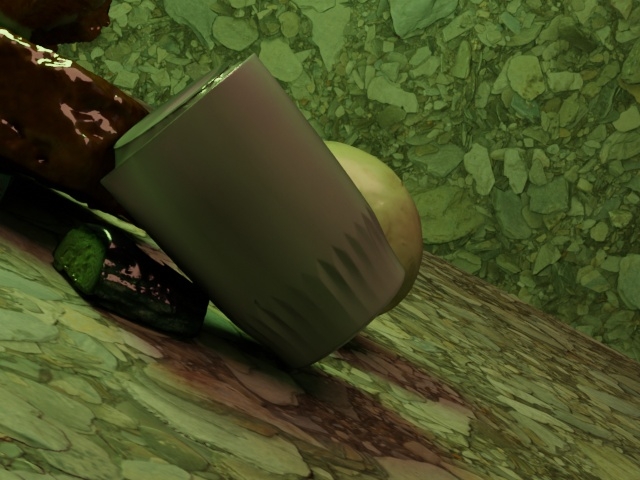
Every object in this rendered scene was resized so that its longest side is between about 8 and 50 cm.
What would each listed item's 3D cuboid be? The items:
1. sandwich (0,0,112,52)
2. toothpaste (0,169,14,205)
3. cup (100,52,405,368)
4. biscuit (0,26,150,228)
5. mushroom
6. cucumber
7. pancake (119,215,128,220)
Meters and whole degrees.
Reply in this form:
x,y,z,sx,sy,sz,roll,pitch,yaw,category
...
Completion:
x,y,z,sx,sy,sz,roll,pitch,yaw,category
-0.446,-0.350,1.737,0.301,0.162,0.250,-10,-55,31,sandwich
-0.509,-0.096,1.437,0.065,0.050,0.267,31,8,33,toothpaste
-0.079,-0.037,1.467,0.371,0.253,0.253,50,5,-9,cup
-0.395,-0.166,1.640,0.343,0.166,0.395,27,-5,9,biscuit
0.000,0.000,1.862,0.314,0.314,0.336,26,-13,-6,mushroom
-0.226,0.047,1.390,0.193,0.085,0.115,33,2,-15,cucumber
-0.335,-0.063,1.919,0.139,0.022,0.139,28,7,-4,pancake
